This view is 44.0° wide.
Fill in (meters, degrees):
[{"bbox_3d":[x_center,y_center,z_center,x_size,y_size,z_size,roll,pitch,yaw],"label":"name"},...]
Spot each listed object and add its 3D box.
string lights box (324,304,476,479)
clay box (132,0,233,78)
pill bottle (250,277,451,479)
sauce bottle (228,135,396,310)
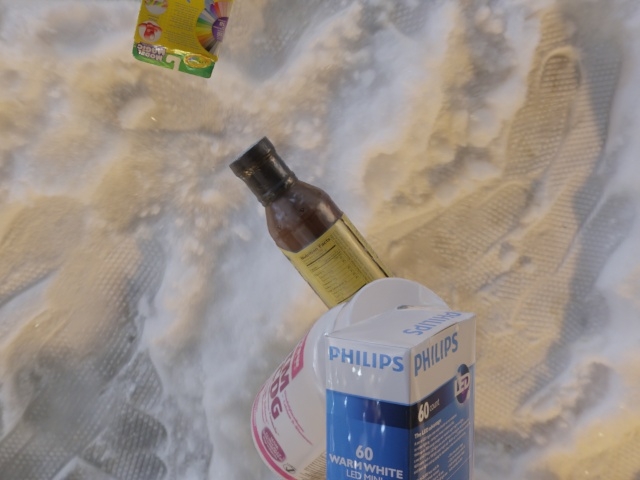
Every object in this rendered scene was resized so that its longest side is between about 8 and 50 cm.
[{"bbox_3d":[0.069,0.194,0.644,0.077,0.133,0.259,4,98,32],"label":"string lights box"},{"bbox_3d":[-0.191,-0.356,1.147,0.127,0.053,0.222,13,123,-15],"label":"clay box"},{"bbox_3d":[0.036,0.166,0.893,0.160,0.283,0.160,13,54,-18],"label":"pill bottle"},{"bbox_3d":[0.000,0.000,1.166,0.111,0.111,0.344,-38,99,-3],"label":"sauce bottle"}]
